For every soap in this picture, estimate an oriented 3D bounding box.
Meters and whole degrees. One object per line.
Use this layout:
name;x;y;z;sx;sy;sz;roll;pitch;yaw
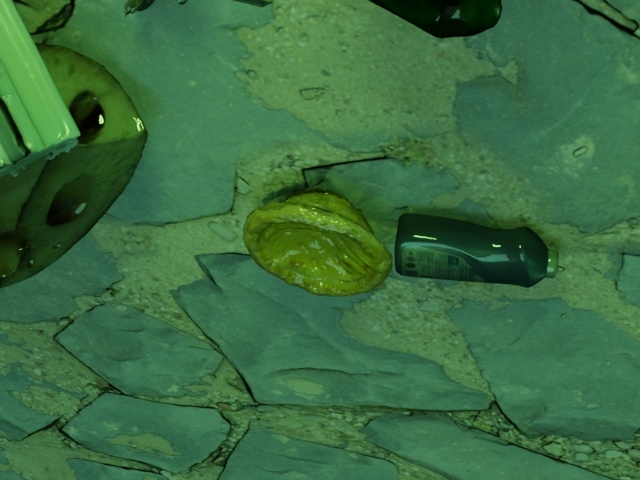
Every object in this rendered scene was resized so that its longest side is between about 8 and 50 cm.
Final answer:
soap;-0.368;-0.185;1.242;0.150;0.094;0.261;-19;101;41

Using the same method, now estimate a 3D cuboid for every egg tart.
egg tart;0.000;0.000;1.478;0.191;0.074;0.191;12;145;8

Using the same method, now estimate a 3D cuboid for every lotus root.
lotus root;-0.335;-0.098;1.412;0.314;0.142;0.210;-37;83;42

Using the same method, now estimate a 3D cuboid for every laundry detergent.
laundry detergent;0.194;0.018;1.458;0.206;0.061;0.097;7;141;7

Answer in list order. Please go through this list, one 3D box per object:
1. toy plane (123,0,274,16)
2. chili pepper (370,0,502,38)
toy plane;-0.149;-0.283;1.168;0.226;0.058;0.226;38;139;-7
chili pepper;0.072;-0.287;1.015;0.165;0.261;0.174;-47;141;6
